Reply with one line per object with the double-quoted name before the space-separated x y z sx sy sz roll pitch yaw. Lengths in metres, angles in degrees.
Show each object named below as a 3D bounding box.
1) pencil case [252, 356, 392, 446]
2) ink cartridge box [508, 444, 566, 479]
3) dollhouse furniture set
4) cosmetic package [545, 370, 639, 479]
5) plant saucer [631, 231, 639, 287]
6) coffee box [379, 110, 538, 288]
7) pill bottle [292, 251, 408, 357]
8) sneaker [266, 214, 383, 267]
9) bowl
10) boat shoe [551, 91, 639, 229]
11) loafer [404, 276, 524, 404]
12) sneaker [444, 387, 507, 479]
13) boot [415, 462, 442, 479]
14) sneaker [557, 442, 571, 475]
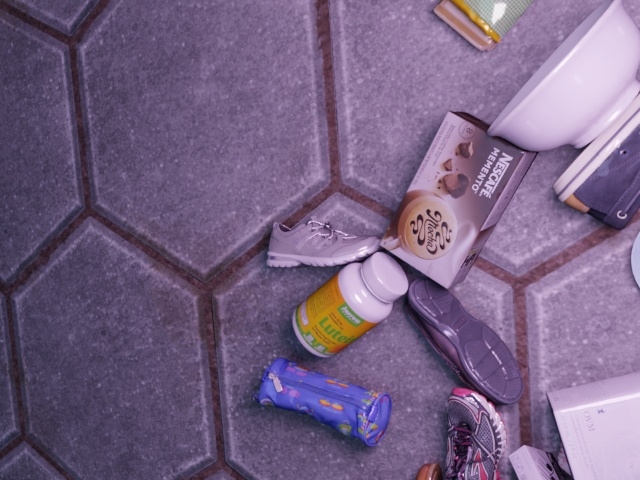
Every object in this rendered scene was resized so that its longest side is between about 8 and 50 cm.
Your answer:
"pencil case" 0.003 0.352 1.495 0.306 0.133 0.119 14 70 26
"ink cartridge box" 0.431 0.487 1.238 0.046 0.097 0.207 -46 38 26
"dollhouse furniture set" 0.250 -0.514 1.231 0.301 0.151 0.197 45 115 16
"cosmetic package" 0.542 0.360 1.167 0.224 0.138 0.224 -18 88 12
"plant saucer" 0.642 0.033 1.155 0.195 0.037 0.195 4 98 28
"coffee box" 0.265 -0.081 1.299 0.168 0.119 0.297 35 112 22
"pill bottle" 0.064 0.132 1.413 0.245 0.136 0.136 -42 77 33
"sneaker" 0.000 0.000 1.464 0.281 0.105 0.115 -3 88 26
"bowl" 0.426 -0.248 1.112 0.134 0.298 0.298 41 115 0
"boat shoe" 0.595 -0.215 1.072 0.156 0.187 0.500 44 120 11
"loafer" 0.282 0.206 1.354 0.302 0.109 0.095 50 152 16
"sneaker" 0.295 0.435 1.322 0.121 0.112 0.299 3 105 52
"boot" 0.144 0.579 1.475 0.220 0.109 0.283 19 113 30
"sneaker" 0.472 0.395 1.286 0.070 0.051 0.134 -36 83 22
